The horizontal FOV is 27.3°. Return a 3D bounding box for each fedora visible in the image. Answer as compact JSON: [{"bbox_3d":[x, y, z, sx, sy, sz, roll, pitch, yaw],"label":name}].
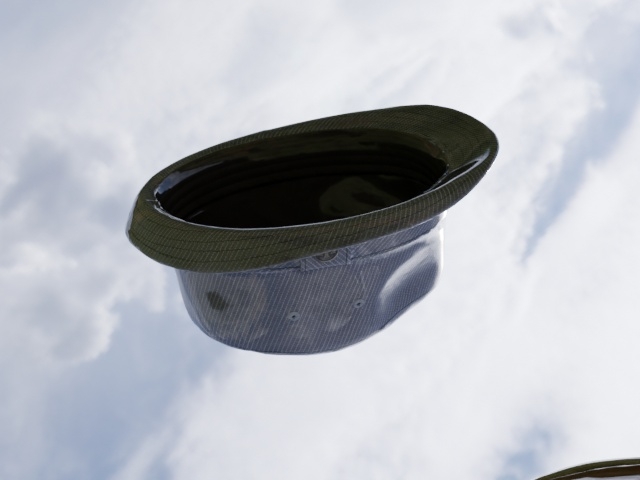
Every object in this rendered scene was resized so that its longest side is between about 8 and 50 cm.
[{"bbox_3d":[0.000,0.000,0.978,0.276,0.124,0.244,-17,-155,-18],"label":"fedora"}]

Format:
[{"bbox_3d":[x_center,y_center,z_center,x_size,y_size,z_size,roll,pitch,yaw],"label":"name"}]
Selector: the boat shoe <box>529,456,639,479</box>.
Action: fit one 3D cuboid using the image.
[{"bbox_3d":[0.065,0.189,0.651,0.324,0.120,0.122,-19,-103,22],"label":"boat shoe"}]
